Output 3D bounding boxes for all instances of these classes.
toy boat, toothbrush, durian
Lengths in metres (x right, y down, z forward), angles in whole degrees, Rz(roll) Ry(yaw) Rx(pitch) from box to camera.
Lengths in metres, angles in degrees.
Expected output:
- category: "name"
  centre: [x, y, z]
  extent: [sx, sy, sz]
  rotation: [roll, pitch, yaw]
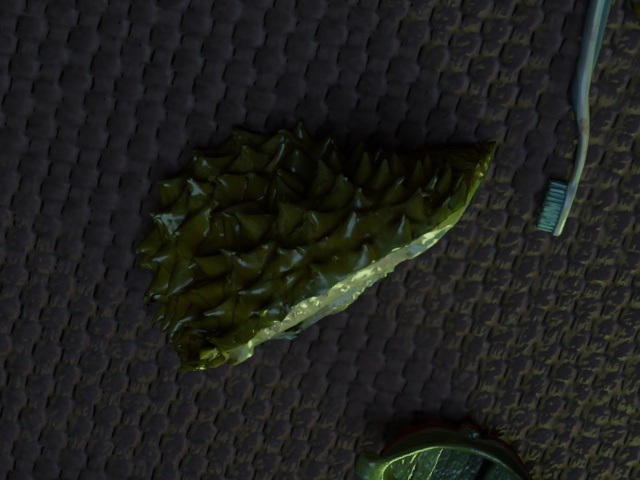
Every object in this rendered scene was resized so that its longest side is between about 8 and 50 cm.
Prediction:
- category: "toy boat"
  centre: [0.115, 0.196, 1.460]
  extent: [0.185, 0.071, 0.089]
  rotation: [17, 114, -10]
- category: "toothbrush"
  centre: [0.204, -0.125, 1.334]
  extent: [0.027, 0.021, 0.269]
  rotation: [6, 115, -11]
- category: "durian"
  centre: [-0.010, 0.008, 1.303]
  extent: [0.305, 0.196, 0.186]
  rotation: [-24, 108, 12]

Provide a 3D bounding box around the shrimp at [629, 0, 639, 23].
- category: "shrimp"
  centre: [0.307, -0.167, 1.306]
  extent: [0.133, 0.053, 0.236]
  rotation: [-39, 113, -12]
